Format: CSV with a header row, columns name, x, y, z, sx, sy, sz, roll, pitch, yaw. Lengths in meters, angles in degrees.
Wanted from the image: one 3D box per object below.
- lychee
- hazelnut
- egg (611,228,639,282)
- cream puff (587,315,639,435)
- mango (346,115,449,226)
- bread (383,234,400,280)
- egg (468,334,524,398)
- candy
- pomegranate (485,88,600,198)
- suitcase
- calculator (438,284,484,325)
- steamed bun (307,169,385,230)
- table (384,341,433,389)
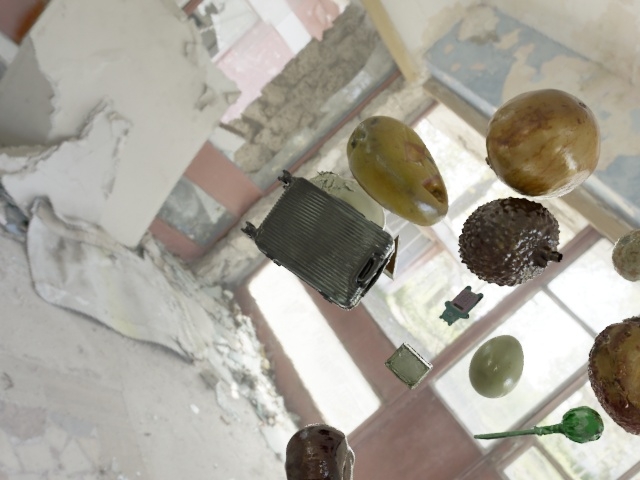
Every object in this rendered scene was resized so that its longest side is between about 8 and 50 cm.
name,x,y,z,sx,sy,sz,roll,pitch,yaw
lychee,0.393,0.002,1.191,0.200,0.200,0.238,44,-8,-31
hazelnut,-0.004,0.679,1.748,0.218,0.217,0.234,35,47,-68
egg,1.210,0.058,2.182,0.195,0.194,0.233,51,-19,31
cream puff,0.902,0.380,1.597,0.350,0.350,0.229,49,-13,12
mango,0.223,-0.190,1.635,0.365,0.182,0.253,52,46,1
bread,0.268,0.060,2.044,0.084,0.139,0.074,37,-14,24
egg,0.663,0.470,2.160,0.188,0.254,0.188,28,-2,1
candy,0.555,0.491,1.481,0.097,0.323,0.097,46,36,-48
pomegranate,0.455,-0.198,1.194,0.248,0.248,0.248,47,5,-6
suitcase,0.000,0.000,1.276,0.312,0.202,0.128,34,-6,13
calculator,0.403,0.189,1.660,0.094,0.141,0.019,36,-16,49
steamed bun,0.077,-0.105,1.986,0.311,0.233,0.334,17,16,-18
table,0.179,0.256,1.173,0.079,0.062,0.083,42,2,16
